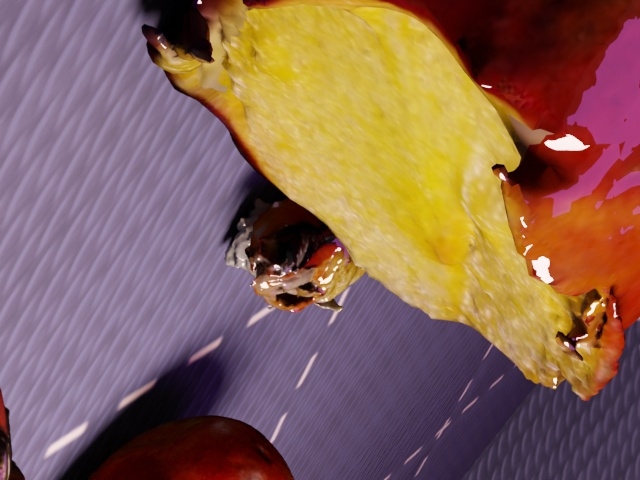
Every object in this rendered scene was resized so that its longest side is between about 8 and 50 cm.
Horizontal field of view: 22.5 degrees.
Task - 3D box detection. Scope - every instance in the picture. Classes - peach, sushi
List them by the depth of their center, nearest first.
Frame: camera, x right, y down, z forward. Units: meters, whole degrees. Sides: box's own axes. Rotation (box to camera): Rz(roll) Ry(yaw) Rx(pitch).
[{"bbox_3d":[0.101,-0.102,0.928,0.353,0.339,0.416,-30,155,-45],"label":"peach"},{"bbox_3d":[-0.003,0.000,1.279,0.226,0.103,0.097,-26,122,-51],"label":"sushi"},{"bbox_3d":[-0.114,0.258,1.316,0.243,0.199,0.243,-44,150,-33],"label":"peach"}]

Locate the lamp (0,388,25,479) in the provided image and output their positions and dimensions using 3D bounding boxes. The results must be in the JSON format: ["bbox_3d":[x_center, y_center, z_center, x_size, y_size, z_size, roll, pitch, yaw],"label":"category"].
[{"bbox_3d":[-0.239,0.104,0.696,0.227,0.227,0.227,-46,162,-20],"label":"lamp"}]
